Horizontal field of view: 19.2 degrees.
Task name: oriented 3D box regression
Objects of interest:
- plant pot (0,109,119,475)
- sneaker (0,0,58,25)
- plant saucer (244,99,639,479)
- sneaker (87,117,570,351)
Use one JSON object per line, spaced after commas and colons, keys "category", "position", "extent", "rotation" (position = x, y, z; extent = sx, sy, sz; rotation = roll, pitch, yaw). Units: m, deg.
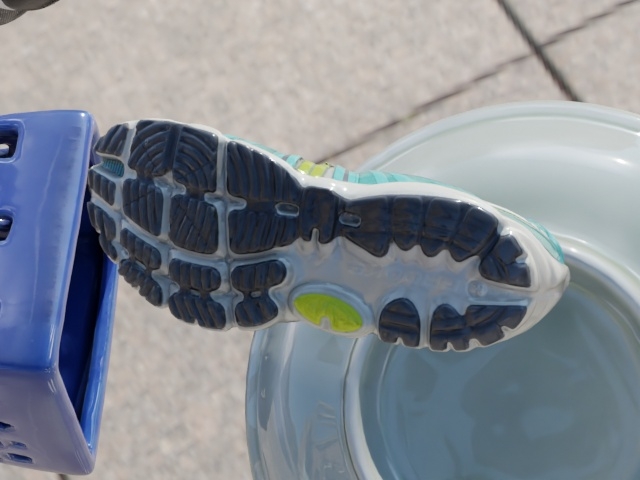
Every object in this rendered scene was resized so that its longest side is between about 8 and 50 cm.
{"category": "plant pot", "position": [-0.284, 0.040, 1.521], "extent": [0.212, 0.236, 0.236], "rotation": [4, 63, 3]}
{"category": "sneaker", "position": [-0.147, -0.194, 0.747], "extent": [0.121, 0.217, 0.079], "rotation": [-11, 19, 45]}
{"category": "plant saucer", "position": [0.129, 0.105, 1.187], "extent": [0.400, 0.100, 0.401], "rotation": [-1, 85, 17]}
{"category": "sneaker", "position": [0.000, 0.000, 1.021], "extent": [0.275, 0.110, 0.107], "rotation": [15, 104, 20]}
